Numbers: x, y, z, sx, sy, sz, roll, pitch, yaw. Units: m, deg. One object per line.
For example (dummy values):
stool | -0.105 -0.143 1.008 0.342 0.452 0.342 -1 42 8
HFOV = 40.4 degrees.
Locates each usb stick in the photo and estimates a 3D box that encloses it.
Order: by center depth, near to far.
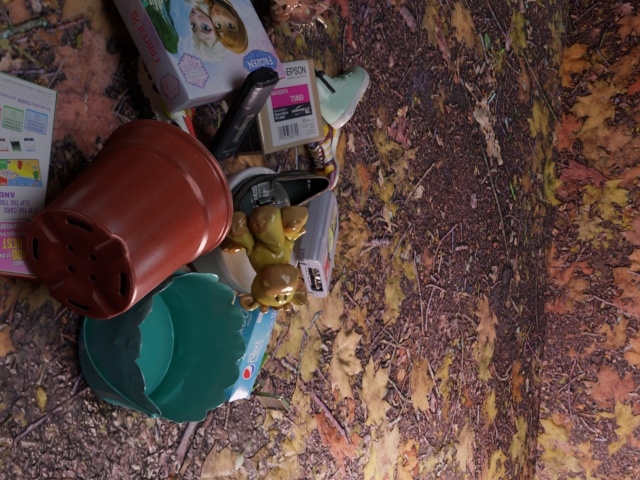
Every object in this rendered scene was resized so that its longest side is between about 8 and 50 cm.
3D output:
usb stick | -0.160 -0.246 1.735 0.077 0.278 0.045 -33 80 -38

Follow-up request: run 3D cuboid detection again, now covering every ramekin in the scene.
ramekin | -0.166 -0.017 1.818 0.272 0.127 0.273 3 86 -54

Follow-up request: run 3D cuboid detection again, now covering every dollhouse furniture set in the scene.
dollhouse furniture set | -0.116 0.315 1.918 0.152 0.076 0.059 59 46 -33

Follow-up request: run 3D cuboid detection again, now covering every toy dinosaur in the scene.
toy dinosaur | -0.039 -0.535 1.952 0.296 0.200 0.127 -46 125 -46

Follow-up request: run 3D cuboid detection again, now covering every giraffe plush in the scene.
giraffe plush | -0.097 0.046 1.642 0.210 0.181 0.171 72 9 -72

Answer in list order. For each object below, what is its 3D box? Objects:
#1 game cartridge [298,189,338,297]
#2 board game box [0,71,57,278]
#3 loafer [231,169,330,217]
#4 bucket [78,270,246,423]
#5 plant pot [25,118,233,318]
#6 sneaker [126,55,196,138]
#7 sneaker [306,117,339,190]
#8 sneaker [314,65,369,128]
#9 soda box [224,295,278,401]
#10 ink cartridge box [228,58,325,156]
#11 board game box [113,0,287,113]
game cartridge | 0.000 0.000 1.997 0.294 0.060 0.196 79 17 -71
board game box | -0.540 -0.110 1.351 0.242 0.064 0.317 15 77 -53
loafer | -0.081 -0.095 1.757 0.267 0.084 0.096 -29 112 -52
bucket | -0.291 0.188 1.587 0.281 0.183 0.281 5 84 -55
plant pot | -0.324 -0.024 1.439 0.265 0.272 0.273 -54 130 -53
sneaker | -0.275 -0.238 1.697 0.118 0.107 0.279 -40 121 -53
sneaker | -0.002 -0.212 2.114 0.083 0.069 0.186 13 72 -45
sneaker | 0.032 -0.399 2.143 0.151 0.094 0.256 43 35 -18
soda box | -0.161 0.222 1.797 0.067 0.071 0.210 2 112 -54
ink cartridge box | -0.099 -0.302 1.956 0.234 0.088 0.193 -23 109 -51
board game box | -0.241 -0.425 1.692 0.318 0.065 0.318 -29 93 -53
